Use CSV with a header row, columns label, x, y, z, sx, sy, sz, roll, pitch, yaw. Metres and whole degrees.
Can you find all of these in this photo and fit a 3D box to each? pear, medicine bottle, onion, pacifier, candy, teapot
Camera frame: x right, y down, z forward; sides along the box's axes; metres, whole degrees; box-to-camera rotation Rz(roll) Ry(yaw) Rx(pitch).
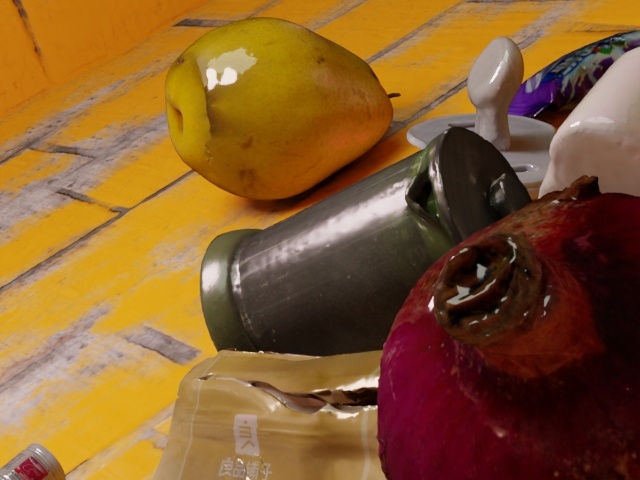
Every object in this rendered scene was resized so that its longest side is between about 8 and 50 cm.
label,x,y,z,sx,sy,sz,roll,pitch,yaw
pear,-0.061,-0.206,2.073,0.336,0.285,0.285,-34,24,-28
medicine bottle,-0.330,0.270,1.546,0.058,0.058,0.091,3,34,47
onion,0.180,0.100,1.014,0.347,0.385,0.348,-14,59,24
pacifier,0.227,-0.155,1.770,0.227,0.207,0.279,-6,23,-4
candy,0.377,-0.238,1.988,0.275,0.070,0.145,-31,15,-13
teapot,0.081,0.031,1.458,0.337,0.270,0.200,-26,57,32

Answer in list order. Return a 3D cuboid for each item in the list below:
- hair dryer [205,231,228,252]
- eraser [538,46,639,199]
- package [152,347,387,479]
label,x,y,z,sx,sy,sz,roll,pitch,yaw
hair dryer,0.000,0.000,1.829,0.248,0.078,0.195,-31,25,-32
eraser,0.303,-0.011,1.239,0.331,0.331,0.150,-1,32,42
package,-0.015,0.187,1.291,0.311,0.165,0.221,0,32,45
